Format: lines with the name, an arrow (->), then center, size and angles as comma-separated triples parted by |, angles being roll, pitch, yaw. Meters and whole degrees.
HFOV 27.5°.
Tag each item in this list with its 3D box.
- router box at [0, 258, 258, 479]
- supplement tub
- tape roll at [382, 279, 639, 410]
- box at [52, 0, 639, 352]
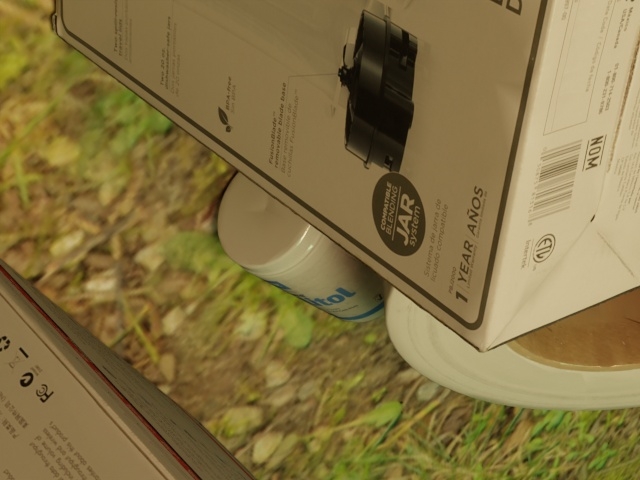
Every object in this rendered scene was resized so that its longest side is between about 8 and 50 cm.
router box -> -0.061, 0.143, 0.581 | 0.082, 0.335, 0.301 | -47, 140, -6
supplement tub -> 0.000, 0.000, 0.738 | 0.107, 0.071, 0.071 | 29, 97, -49
tape roll -> 0.150, -0.035, 0.688 | 0.246, 0.169, 0.246 | -1, 147, 0
box -> 0.006, -0.108, 0.494 | 0.087, 0.290, 0.169 | -18, 128, -35
